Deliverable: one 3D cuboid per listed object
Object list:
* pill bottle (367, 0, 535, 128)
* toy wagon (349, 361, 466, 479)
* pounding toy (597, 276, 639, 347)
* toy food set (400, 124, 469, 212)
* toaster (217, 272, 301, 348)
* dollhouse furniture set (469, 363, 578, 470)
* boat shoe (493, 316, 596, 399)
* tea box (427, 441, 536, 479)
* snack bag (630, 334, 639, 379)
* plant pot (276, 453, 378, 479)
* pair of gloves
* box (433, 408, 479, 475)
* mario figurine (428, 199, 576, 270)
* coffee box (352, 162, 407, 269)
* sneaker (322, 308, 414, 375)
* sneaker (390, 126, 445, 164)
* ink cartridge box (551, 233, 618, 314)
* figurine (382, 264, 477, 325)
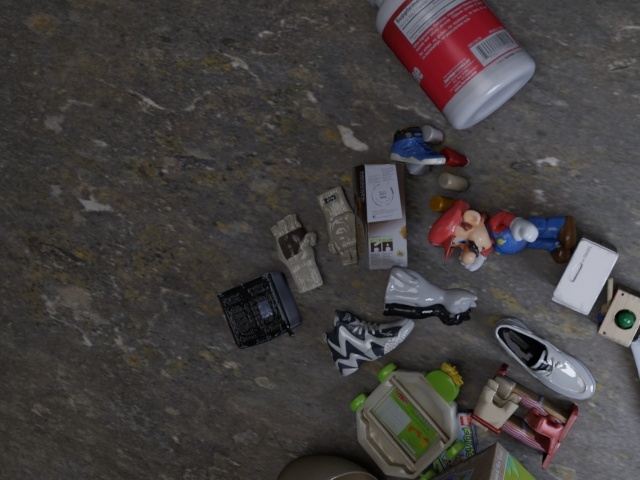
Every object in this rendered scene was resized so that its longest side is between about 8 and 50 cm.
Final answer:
[{"bbox_3d":[0.274,-0.472,1.756,0.229,0.229,0.407,-39,80,18],"label":"pill bottle"},{"bbox_3d":[0.234,0.423,1.883,0.267,0.068,0.344,47,117,20],"label":"toy wagon"},{"bbox_3d":[0.656,0.150,1.709,0.100,0.141,0.130,25,101,17],"label":"pounding toy"},{"bbox_3d":[0.286,-0.181,1.861,0.111,0.104,0.232,-39,62,31],"label":"toy food set"},{"bbox_3d":[-0.152,0.186,2.017,0.168,0.110,0.185,-24,85,20],"label":"toaster"},{"bbox_3d":[0.431,0.402,1.688,0.201,0.374,0.152,30,99,17],"label":"dollhouse furniture set"},{"bbox_3d":[0.516,0.276,1.796,0.267,0.088,0.096,42,106,12],"label":"boat shoe"},{"bbox_3d":[0.366,0.686,1.732,0.323,0.220,0.329,44,123,-5],"label":"tea box"},{"bbox_3d":[0.846,0.358,1.634,0.323,0.037,0.342,-9,100,41],"label":"snack bag"},{"bbox_3d":[-0.010,0.647,1.941,0.191,0.284,0.284,34,107,50],"label":"plant pot"},{"bbox_3d":[0.000,0.000,1.987,0.240,0.042,0.204,-32,79,15],"label":"pair of gloves"},{"bbox_3d":[0.331,0.522,1.907,0.114,0.036,0.207,-9,91,20],"label":"box"},{"bbox_3d":[0.405,0.014,1.765,0.321,0.170,0.198,4,120,10],"label":"mario figurine"},{"bbox_3d":[0.141,-0.059,1.866,0.098,0.141,0.246,-3,94,-11],"label":"coffee box"},{"bbox_3d":[0.106,0.220,1.935,0.235,0.094,0.153,-35,91,29],"label":"sneaker"},{"bbox_3d":[0.228,-0.222,1.805,0.152,0.058,0.084,15,104,47],"label":"sneaker"},{"bbox_3d":[0.580,0.070,1.698,0.086,0.203,0.148,26,102,16],"label":"ink cartridge box"},{"bbox_3d":[0.257,0.138,1.810,0.209,0.215,0.092,13,74,8],"label":"figurine"}]
